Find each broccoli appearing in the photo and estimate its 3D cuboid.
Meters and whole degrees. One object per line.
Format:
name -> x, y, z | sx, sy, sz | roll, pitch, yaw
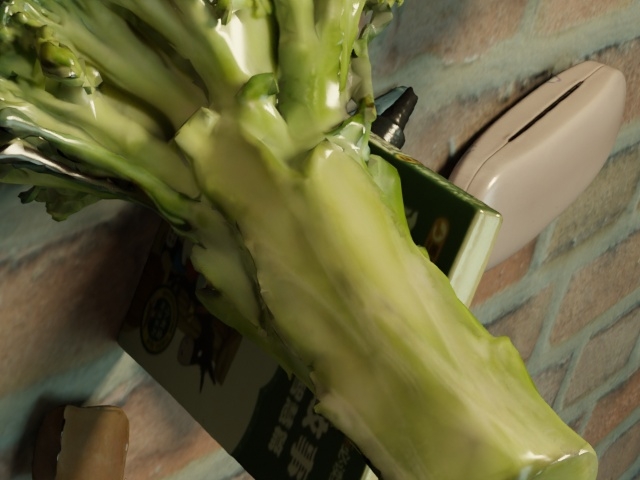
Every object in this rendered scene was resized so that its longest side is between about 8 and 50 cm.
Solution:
broccoli -> 0.006, -0.025, 0.860 | 0.252, 0.361, 0.221 | -46, 167, -33

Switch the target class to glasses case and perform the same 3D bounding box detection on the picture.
glasses case -> 0.187, -0.067, 1.601 | 0.297, 0.075, 0.113 | -38, 146, -48

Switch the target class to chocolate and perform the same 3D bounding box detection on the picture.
chocolate -> -0.151, 0.130, 1.133 | 0.101, 0.031, 0.064 | 5, 93, -70

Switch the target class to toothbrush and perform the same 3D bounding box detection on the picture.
toothbrush -> 0.006, -0.077, 1.272 | 0.219, 0.016, 0.019 | -29, 132, -53

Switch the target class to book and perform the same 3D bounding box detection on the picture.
book -> -0.018, 0.026, 1.033 | 0.027, 0.264, 0.202 | 13, 105, -38

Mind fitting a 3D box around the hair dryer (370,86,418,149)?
hair dryer -> 0.000, 0.000, 1.262 | 0.255, 0.070, 0.128 | -52, 156, -22
